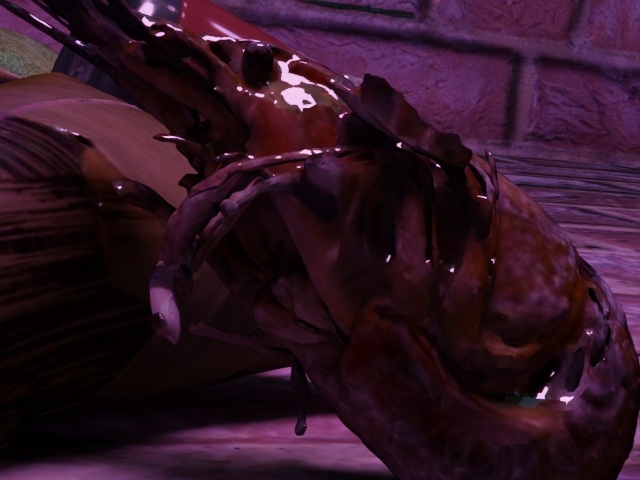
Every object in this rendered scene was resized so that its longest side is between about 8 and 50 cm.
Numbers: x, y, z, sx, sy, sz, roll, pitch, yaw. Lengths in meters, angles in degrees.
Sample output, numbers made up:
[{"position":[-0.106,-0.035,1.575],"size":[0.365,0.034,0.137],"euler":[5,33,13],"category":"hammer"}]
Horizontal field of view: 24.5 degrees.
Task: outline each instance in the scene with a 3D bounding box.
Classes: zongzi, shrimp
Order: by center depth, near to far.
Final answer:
[{"position":[-0.010,-0.006,0.605],"size":[0.343,0.145,0.116],"euler":[39,-8,-5],"category":"shrimp"},{"position":[-0.066,0.023,0.687],"size":[0.317,0.154,0.289],"euler":[11,15,1],"category":"zongzi"}]

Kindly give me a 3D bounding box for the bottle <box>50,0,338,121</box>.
[{"position":[-0.004,-0.039,0.933],"size":[0.336,0.144,0.144],"euler":[25,-1,-24],"category":"bottle"}]

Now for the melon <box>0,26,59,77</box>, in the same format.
[{"position":[-0.313,-0.091,1.174],"size":[0.287,0.182,0.182],"euler":[11,8,20],"category":"melon"}]
